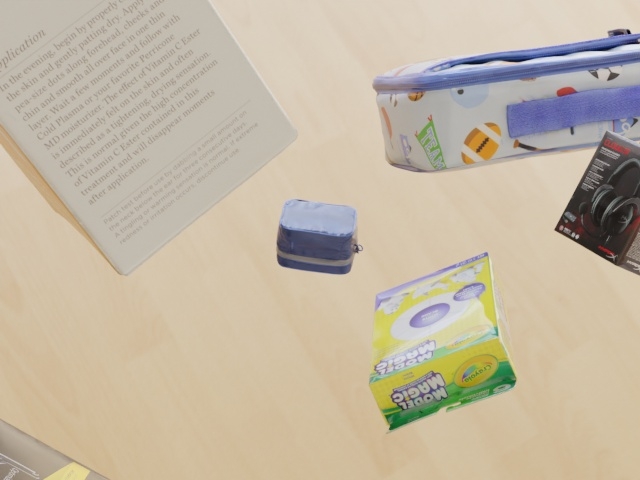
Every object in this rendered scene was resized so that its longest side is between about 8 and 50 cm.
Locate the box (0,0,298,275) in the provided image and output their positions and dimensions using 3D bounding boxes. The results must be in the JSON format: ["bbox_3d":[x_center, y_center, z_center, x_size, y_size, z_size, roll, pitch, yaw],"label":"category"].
[{"bbox_3d":[-0.204,-0.175,0.856,0.168,0.215,0.345,-39,117,-11],"label":"box"}]

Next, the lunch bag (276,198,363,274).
[{"bbox_3d":[0.000,0.000,1.351,0.098,0.065,0.067,9,35,5],"label":"lunch bag"}]

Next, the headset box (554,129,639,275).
[{"bbox_3d":[0.198,-0.028,0.766,0.032,0.062,0.083,19,102,-37],"label":"headset box"}]

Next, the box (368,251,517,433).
[{"bbox_3d":[0.091,0.077,0.910,0.105,0.179,0.043,-22,111,13],"label":"box"}]

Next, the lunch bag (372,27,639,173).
[{"bbox_3d":[0.215,-0.134,1.133,0.303,0.243,0.115,-10,97,-12],"label":"lunch bag"}]

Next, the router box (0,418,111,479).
[{"bbox_3d":[-0.294,0.304,1.168,0.243,0.309,0.081,30,102,-1],"label":"router box"}]
